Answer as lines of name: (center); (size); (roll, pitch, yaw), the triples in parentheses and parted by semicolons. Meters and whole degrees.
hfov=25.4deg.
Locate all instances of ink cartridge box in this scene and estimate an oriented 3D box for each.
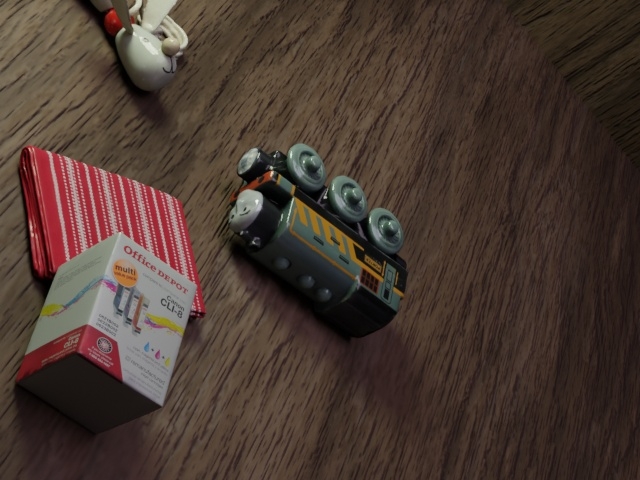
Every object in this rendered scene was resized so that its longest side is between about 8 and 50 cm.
ink cartridge box: (-0.244, 0.107, 1.639); (0.128, 0.127, 0.176); (37, 46, -28)

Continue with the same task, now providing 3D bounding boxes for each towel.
towel: (-0.269, -0.006, 1.838); (0.275, 0.031, 0.199); (20, 46, -46)

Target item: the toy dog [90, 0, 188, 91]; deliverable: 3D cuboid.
toy dog: (-0.282, -0.400, 2.067); (0.334, 0.161, 0.220); (50, 31, -12)

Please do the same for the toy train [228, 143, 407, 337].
toy train: (0.000, 0.000, 2.127); (0.334, 0.142, 0.190); (38, 44, -29)
